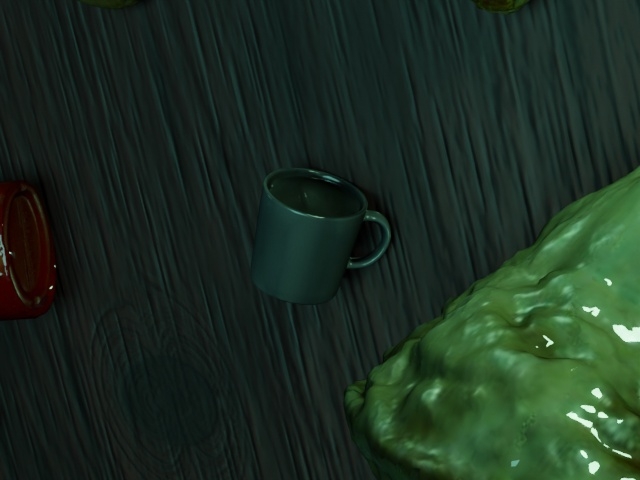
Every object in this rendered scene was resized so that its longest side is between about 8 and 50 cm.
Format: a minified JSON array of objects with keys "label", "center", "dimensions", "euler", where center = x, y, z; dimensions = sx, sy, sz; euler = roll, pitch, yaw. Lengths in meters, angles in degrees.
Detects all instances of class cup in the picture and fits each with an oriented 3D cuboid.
[{"label":"cup","center":[0.000,0.000,1.033],"dimensions":[0.100,0.078,0.077],"euler":[11,117,-6]}]

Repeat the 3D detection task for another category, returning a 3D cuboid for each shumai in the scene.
[{"label":"shumai","center":[0.220,0.096,0.827],"dimensions":[0.324,0.397,0.323],"euler":[38,88,-6]}]

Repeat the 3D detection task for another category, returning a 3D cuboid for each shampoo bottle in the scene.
[{"label":"shampoo bottle","center":[-0.378,0.019,1.218],"dimensions":[0.314,0.076,0.118],"euler":[-5,104,23]}]

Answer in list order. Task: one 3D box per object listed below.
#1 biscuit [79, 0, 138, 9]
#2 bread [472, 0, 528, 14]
[{"label":"biscuit","center":[-0.164,-0.288,1.058],"dimensions":[0.225,0.042,0.226],"euler":[7,105,27]},{"label":"bread","center":[0.112,-0.202,0.918],"dimensions":[0.066,0.060,0.110],"euler":[-5,101,45]}]
